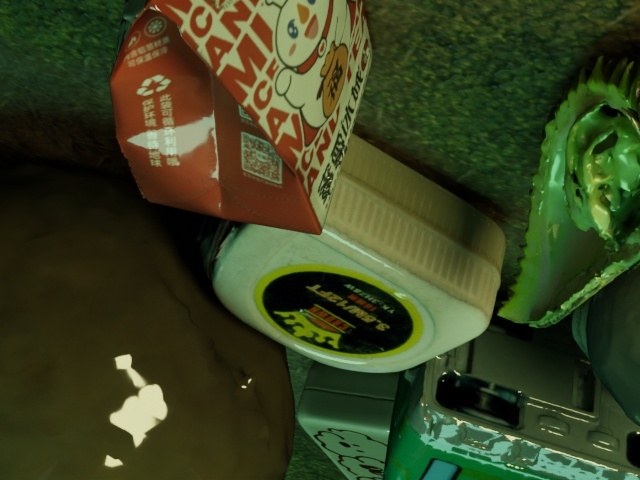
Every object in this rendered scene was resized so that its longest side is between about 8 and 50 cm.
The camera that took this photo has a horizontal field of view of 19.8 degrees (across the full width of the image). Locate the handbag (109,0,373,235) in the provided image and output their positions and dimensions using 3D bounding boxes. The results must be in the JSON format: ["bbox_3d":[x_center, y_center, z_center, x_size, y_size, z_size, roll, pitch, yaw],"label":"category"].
[{"bbox_3d":[-0.060,-0.137,1.240,0.151,0.171,0.298,12,159,12],"label":"handbag"}]

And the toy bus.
[{"bbox_3d":[0.228,0.196,1.769,0.343,0.184,0.199,18,135,-5],"label":"toy bus"}]

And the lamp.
[{"bbox_3d":[0.277,0.064,1.539,0.182,0.182,0.314,28,176,-29],"label":"lamp"}]

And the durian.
[{"bbox_3d":[0.238,-0.037,1.279,0.157,0.170,0.355,18,163,-6],"label":"durian"}]

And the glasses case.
[{"bbox_3d":[0.089,0.244,2.167,0.144,0.076,0.336,5,156,23],"label":"glasses case"}]

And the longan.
[{"bbox_3d":[-0.215,0.149,1.696,0.404,0.404,0.436,6,134,22],"label":"longan"}]

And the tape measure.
[{"bbox_3d":[0.000,0.000,1.588,0.271,0.133,0.231,29,147,-26],"label":"tape measure"}]
